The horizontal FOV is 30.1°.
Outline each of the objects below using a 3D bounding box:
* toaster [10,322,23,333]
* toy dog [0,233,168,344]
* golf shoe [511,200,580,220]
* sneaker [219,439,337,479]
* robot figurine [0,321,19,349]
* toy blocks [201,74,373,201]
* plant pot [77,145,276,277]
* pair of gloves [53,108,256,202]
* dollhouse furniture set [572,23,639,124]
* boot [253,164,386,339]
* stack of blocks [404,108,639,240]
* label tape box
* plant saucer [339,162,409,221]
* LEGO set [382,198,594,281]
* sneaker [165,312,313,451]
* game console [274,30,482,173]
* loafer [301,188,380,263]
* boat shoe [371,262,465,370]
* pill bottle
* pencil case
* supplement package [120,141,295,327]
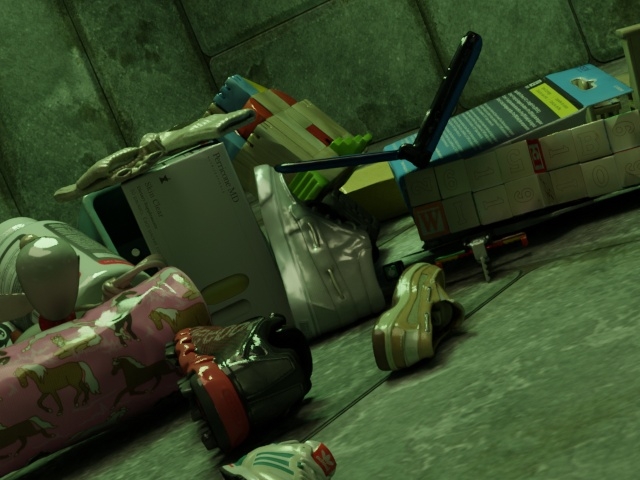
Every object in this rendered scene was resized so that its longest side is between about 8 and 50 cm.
[{"bbox_3d":[-0.448,0.163,2.027,0.185,0.110,0.168,-21,7,17],"label":"toaster"},{"bbox_3d":[-0.352,0.101,1.506,0.220,0.161,0.334,-7,-46,-46],"label":"toy dog"},{"bbox_3d":[0.321,-0.089,1.602,0.176,0.086,0.069,-19,6,15],"label":"golf shoe"},{"bbox_3d":[-0.020,0.172,0.864,0.075,0.057,0.161,-31,6,-16],"label":"sneaker"},{"bbox_3d":[-0.555,0.213,1.731,0.278,0.209,0.173,-26,-8,-20],"label":"robot figurine"},{"bbox_3d":[-0.078,-0.169,1.975,0.191,0.261,0.381,-53,-2,21],"label":"toy blocks"},{"bbox_3d":[-0.263,0.025,1.999,0.247,0.247,0.252,-27,-5,-28],"label":"plant pot"},{"bbox_3d":[-0.226,-0.119,1.579,0.240,0.042,0.204,-30,11,-31],"label":"pair of gloves"},{"bbox_3d":[0.527,-0.279,1.929,0.212,0.161,0.242,-15,12,3],"label":"dollhouse furniture set"},{"bbox_3d":[0.000,0.000,1.489,0.123,0.258,0.095,-17,-31,-3],"label":"boot"},{"bbox_3d":[0.278,-0.082,1.491,0.297,0.087,0.171,-15,-1,30],"label":"stack of blocks"},{"bbox_3d":[0.281,-0.133,1.766,0.347,0.115,0.249,-22,18,4],"label":"label tape box"},{"bbox_3d":[0.107,-0.090,2.278,0.332,0.081,0.333,-20,8,30],"label":"plant saucer"},{"bbox_3d":[0.200,0.013,1.468,0.244,0.060,0.182,-17,0,-33],"label":"LEGO set"},{"bbox_3d":[-0.079,0.129,1.201,0.135,0.098,0.276,-24,10,-10],"label":"sneaker"},{"bbox_3d":[0.080,-0.173,1.553,0.293,0.173,0.250,-49,-17,-83],"label":"game console"},{"bbox_3d":[0.006,0.022,1.721,0.130,0.134,0.366,-53,-5,13],"label":"loafer"},{"bbox_3d":[0.110,0.076,1.190,0.072,0.068,0.190,-7,23,21],"label":"boat shoe"},{"bbox_3d":[-0.388,0.072,1.794,0.176,0.176,0.318,-27,35,-30],"label":"pill bottle"},{"bbox_3d":[-0.292,0.168,1.348,0.386,0.160,0.167,-26,28,-22],"label":"pencil case"},{"bbox_3d":[-0.154,0.011,1.622,0.145,0.262,0.204,-25,8,-7],"label":"supplement package"}]
